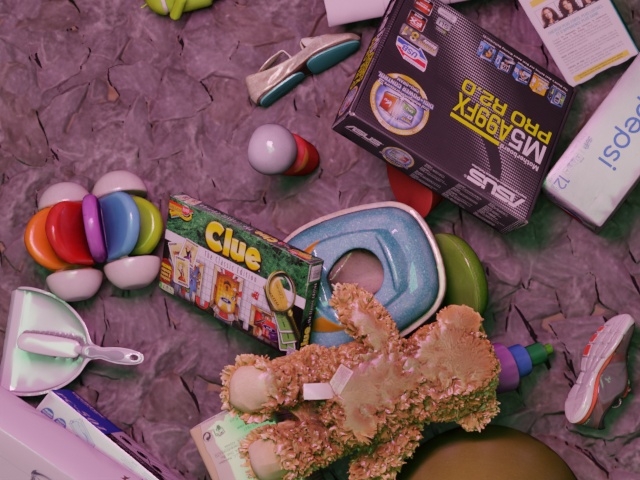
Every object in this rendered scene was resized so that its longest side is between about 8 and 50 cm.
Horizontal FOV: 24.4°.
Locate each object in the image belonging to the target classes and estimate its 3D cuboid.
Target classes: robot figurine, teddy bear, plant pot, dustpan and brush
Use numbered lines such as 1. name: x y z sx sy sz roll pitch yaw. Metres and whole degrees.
1. robot figurine: -0.189 -0.344 2.009 0.115 0.067 0.101 -11 56 6
2. teddy bear: 0.046 0.183 1.793 0.338 0.113 0.245 -34 84 -8
3. plant pot: 0.197 0.363 1.777 0.274 0.293 0.275 -1 85 7
4. dustpan and brush: -0.332 0.144 1.982 0.211 0.060 0.147 7 85 8

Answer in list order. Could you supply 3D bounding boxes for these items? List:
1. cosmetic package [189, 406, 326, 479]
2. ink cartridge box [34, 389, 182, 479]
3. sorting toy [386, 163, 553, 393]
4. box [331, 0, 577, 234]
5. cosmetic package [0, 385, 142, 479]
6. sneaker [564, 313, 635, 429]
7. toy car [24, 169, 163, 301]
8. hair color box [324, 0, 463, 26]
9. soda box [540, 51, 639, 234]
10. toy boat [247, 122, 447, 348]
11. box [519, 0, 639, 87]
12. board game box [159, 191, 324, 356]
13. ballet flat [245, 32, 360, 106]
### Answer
1. cosmetic package: -0.040 0.353 1.877 0.113 0.160 0.309 -26 81 5
2. ink cartridge box: -0.275 0.276 1.944 0.207 0.097 0.046 38 90 9
3. sorting toy: 0.208 0.013 1.923 0.126 0.127 0.365 -18 83 -22
4. box: 0.173 -0.166 1.865 0.270 0.060 0.216 31 63 -13
5. cosmetic package: -0.450 0.335 1.913 0.377 0.097 0.284 31 108 10
6. sneaker: 0.372 0.171 1.904 0.065 0.061 0.158 27 89 -18
7. toy car: -0.302 -0.012 1.951 0.182 0.136 0.159 -11 77 6
8. hair color box: 0.173 -0.412 1.902 0.374 0.113 0.185 -10 126 6
9. soda box: 0.405 -0.150 1.904 0.098 0.091 0.286 36 89 10
10. toy boat: 0.000 0.000 1.900 0.267 0.148 0.318 -28 77 17
11. box: 0.303 -0.316 1.868 0.100 0.060 0.244 -27 124 16
12. board game box: -0.106 0.043 1.896 0.259 0.030 0.136 25 113 37
13. ballet flat: -0.028 -0.243 1.987 0.168 0.057 0.052 -31 72 3
